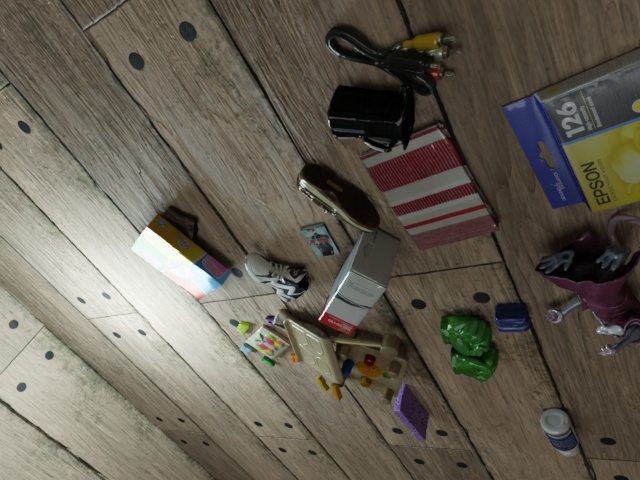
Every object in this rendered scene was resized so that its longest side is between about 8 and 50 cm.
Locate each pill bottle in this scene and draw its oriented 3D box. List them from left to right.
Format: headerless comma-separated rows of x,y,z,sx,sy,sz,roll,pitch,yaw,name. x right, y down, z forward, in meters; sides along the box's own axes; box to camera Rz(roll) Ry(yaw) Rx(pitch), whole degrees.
0.822,0.660,1.694,0.094,0.094,0.169,-14,123,35,pill bottle

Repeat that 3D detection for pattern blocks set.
-0.206,0.411,1.999,0.286,0.026,0.324,25,137,2,pattern blocks set

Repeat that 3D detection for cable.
0.153,-0.395,1.068,0.287,0.072,0.139,21,155,24,cable

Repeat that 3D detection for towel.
0.277,-0.125,1.260,0.237,0.037,0.329,-17,120,39,towel

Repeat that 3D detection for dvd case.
0.000,0.000,1.522,0.087,0.013,0.119,-9,125,32,dvd case

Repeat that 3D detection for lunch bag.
0.556,0.225,1.430,0.099,0.067,0.065,-6,128,28,lunch bag

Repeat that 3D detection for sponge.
0.350,0.659,1.902,0.031,0.117,0.210,-18,121,34,sponge

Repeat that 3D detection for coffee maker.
0.114,-0.295,1.116,0.179,0.120,0.171,11,134,18,coffee maker

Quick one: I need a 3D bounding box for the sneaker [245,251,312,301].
-0.122,0.104,1.622,0.153,0.094,0.235,-25,117,38,sneaker

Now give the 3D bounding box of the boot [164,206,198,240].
-0.472,-0.057,1.678,0.114,0.037,0.106,24,134,6,boot

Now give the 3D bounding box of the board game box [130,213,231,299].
-0.499,0.069,1.761,0.317,0.064,0.242,40,144,-14,board game box

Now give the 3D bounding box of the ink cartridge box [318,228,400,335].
0.112,0.117,1.446,0.114,0.197,0.272,25,137,-1,ink cartridge box

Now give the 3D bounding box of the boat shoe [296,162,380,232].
0.045,-0.107,1.357,0.257,0.095,0.095,40,149,-5,boat shoe

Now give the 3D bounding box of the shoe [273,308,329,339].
-0.073,0.332,1.837,0.219,0.058,0.076,28,137,-1,shoe

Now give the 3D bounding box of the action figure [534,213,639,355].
0.704,0.123,1.230,0.370,0.248,0.275,39,94,-30,action figure

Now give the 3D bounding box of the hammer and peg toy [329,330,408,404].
0.170,0.410,1.747,0.266,0.127,0.361,16,135,14,hammer and peg toy

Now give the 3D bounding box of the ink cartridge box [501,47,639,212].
0.580,-0.201,1.019,0.307,0.072,0.303,-20,120,36,ink cartridge box

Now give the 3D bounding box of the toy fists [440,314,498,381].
0.474,0.341,1.560,0.142,0.096,0.279,-6,126,28,toy fists

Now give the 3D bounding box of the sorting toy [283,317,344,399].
-0.008,0.423,1.775,0.229,0.041,0.307,16,133,45,sorting toy
